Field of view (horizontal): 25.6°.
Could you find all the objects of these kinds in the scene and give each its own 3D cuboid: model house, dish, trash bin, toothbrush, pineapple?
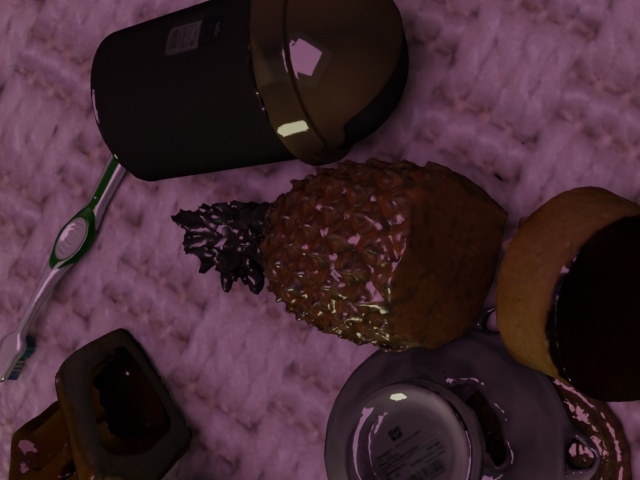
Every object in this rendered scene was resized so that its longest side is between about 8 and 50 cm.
[{"bbox_3d":[-0.286,0.256,1.571,0.173,0.268,0.239,47,109,4],"label":"model house"},{"bbox_3d":[0.115,0.218,1.449,0.303,0.120,0.303,-4,82,28],"label":"dish"},{"bbox_3d":[-0.060,-0.173,1.499,0.334,0.214,0.214,-13,84,27],"label":"trash bin"},{"bbox_3d":[-0.287,-0.011,1.673,0.042,0.040,0.418,32,100,21],"label":"toothbrush"},{"bbox_3d":[0.000,0.000,1.482,0.362,0.202,0.202,10,93,39],"label":"pineapple"}]

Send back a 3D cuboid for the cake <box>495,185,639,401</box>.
[{"bbox_3d":[0.251,0.049,1.399,0.178,0.185,0.207,16,124,62],"label":"cake"}]

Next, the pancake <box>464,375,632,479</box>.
[{"bbox_3d":[0.227,0.227,1.475,0.199,0.021,0.199,-1,87,22],"label":"pancake"}]
